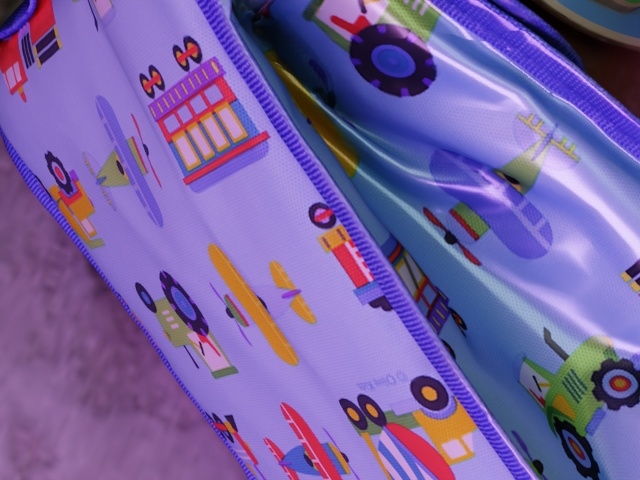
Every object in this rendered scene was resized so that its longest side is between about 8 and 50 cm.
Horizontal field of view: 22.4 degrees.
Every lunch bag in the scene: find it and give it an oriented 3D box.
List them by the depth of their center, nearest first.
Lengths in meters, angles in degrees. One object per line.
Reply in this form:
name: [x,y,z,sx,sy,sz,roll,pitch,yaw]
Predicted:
lunch bag: [0.000,0.000,0.528,0.293,0.221,0.138,44,69,-12]

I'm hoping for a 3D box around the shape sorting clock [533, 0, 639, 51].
shape sorting clock: [0.147,-0.184,0.712,0.206,0.040,0.206,3,81,-22]
